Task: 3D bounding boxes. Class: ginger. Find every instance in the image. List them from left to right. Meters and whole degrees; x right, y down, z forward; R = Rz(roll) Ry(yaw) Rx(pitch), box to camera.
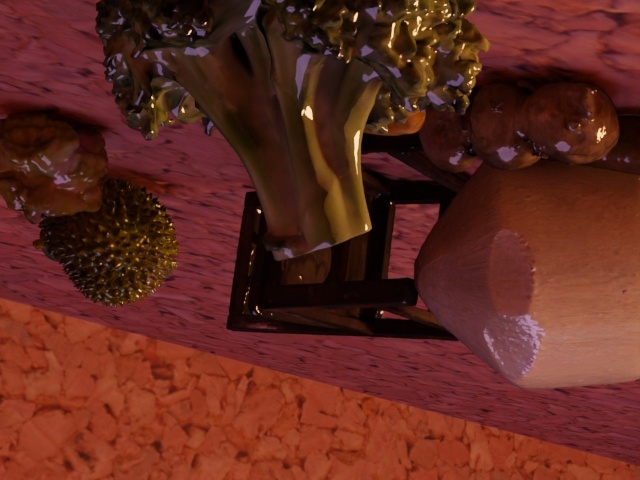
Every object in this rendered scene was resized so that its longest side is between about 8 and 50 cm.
[{"bbox_3d":[0.173,-0.102,1.628,0.204,0.080,0.104,0,169,35],"label":"ginger"}]

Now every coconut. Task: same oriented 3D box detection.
[{"bbox_3d":[0.224,0.026,1.757,0.265,0.237,0.237,1,168,-1],"label":"coconut"}]

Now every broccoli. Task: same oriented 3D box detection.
[{"bbox_3d":[-0.019,-0.139,1.296,0.260,0.235,0.288,49,167,-12],"label":"broccoli"}]

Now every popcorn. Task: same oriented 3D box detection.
[{"bbox_3d":[-0.315,-0.087,2.059,0.145,0.126,0.126,-2,-161,-22],"label":"popcorn"}]

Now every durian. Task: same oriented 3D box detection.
[{"bbox_3d":[-0.272,-0.010,2.299,0.198,0.159,0.146,41,171,25],"label":"durian"}]

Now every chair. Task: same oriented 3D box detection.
[{"bbox_3d":[0.000,0.000,1.993,0.416,0.203,0.240,-1,168,37],"label":"chair"}]

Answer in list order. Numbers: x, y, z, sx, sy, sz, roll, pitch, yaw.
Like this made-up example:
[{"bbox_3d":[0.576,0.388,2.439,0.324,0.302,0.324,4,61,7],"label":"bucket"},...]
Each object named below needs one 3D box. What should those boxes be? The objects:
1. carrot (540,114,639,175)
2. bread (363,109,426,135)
[{"bbox_3d":[0.301,-0.085,1.643,0.342,0.070,0.070,8,169,31],"label":"carrot"},{"bbox_3d":[0.013,-0.148,1.530,0.173,0.085,0.134,9,165,12],"label":"bread"}]
